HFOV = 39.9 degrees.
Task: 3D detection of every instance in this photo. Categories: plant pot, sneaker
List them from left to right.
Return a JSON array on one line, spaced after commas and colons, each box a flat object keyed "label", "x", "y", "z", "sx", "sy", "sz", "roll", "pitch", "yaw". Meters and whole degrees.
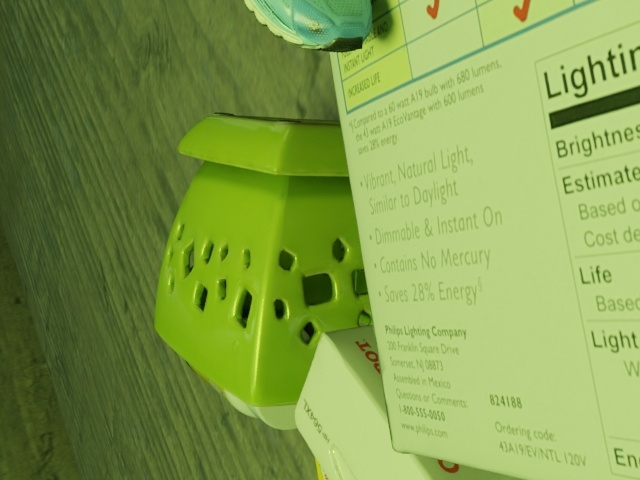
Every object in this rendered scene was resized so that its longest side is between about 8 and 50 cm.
[{"label": "sneaker", "x": -0.008, "y": -0.165, "z": 0.411, "sx": 0.073, "sy": 0.063, "sz": 0.162, "roll": -31, "pitch": 71, "yaw": 60}, {"label": "plant pot", "x": 0.000, "y": 0.000, "z": 0.755, "sx": 0.227, "sy": 0.228, "sz": 0.207, "roll": 18, "pitch": 106, "yaw": 59}]

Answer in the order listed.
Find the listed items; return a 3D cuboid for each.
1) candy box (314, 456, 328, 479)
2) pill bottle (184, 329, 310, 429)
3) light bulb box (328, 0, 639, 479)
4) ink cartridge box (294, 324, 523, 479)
[{"label": "candy box", "x": 0.070, "y": 0.183, "z": 0.701, "sx": 0.027, "sy": 0.206, "sz": 0.105, "roll": -10, "pitch": 90, "yaw": 37}, {"label": "pill bottle", "x": -0.078, "y": 0.136, "z": 1.036, "sx": 0.208, "sy": 0.119, "sz": 0.119, "roll": 23, "pitch": 118, "yaw": 57}, {"label": "light bulb box", "x": 0.181, "y": -0.087, "z": 0.385, "sx": 0.358, "sy": 0.225, "sz": 0.361, "roll": -11, "pitch": 88, "yaw": 62}, {"label": "ink cartridge box", "x": 0.107, "y": 0.125, "z": 0.601, "sx": 0.148, "sy": 0.203, "sz": 0.085, "roll": 51, "pitch": 135, "yaw": 41}]
